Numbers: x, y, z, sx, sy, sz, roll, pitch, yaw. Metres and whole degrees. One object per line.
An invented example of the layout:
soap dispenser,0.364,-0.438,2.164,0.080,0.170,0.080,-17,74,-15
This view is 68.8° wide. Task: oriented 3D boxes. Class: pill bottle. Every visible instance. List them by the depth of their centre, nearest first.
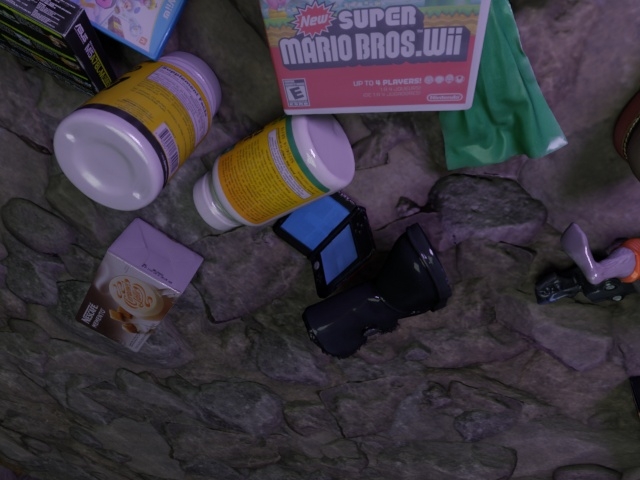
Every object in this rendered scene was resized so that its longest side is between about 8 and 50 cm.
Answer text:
pill bottle,-0.202,-0.141,0.558,0.119,0.209,0.119,8,131,9
pill bottle,-0.069,-0.088,0.627,0.208,0.118,0.118,-22,120,31

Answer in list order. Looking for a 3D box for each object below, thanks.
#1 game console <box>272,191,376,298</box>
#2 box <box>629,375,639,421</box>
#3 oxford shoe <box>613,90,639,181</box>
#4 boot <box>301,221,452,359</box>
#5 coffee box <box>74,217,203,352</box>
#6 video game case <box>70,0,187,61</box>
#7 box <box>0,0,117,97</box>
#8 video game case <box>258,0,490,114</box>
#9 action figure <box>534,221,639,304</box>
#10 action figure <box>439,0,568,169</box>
game console,0.000,0.000,0.707,0.085,0.124,0.144,13,139,-32
box,0.713,0.308,0.762,0.321,0.079,0.257,-16,121,28
oxford shoe,0.413,-0.177,0.399,0.122,0.130,0.348,18,132,1
boot,0.071,0.086,0.660,0.207,0.094,0.246,-25,155,4
coffee box,-0.342,0.091,0.870,0.141,0.098,0.246,35,130,-14
video game case,-0.234,-0.296,0.522,0.166,0.015,0.119,28,93,-8
box,-0.350,-0.256,0.550,0.190,0.045,0.184,28,167,-7
video game case,0.043,-0.226,0.396,0.203,0.025,0.285,1,146,9
action figure,0.416,0.062,0.553,0.330,0.179,0.341,20,143,-37
action figure,0.173,-0.189,0.506,0.137,0.064,0.232,-12,129,27
